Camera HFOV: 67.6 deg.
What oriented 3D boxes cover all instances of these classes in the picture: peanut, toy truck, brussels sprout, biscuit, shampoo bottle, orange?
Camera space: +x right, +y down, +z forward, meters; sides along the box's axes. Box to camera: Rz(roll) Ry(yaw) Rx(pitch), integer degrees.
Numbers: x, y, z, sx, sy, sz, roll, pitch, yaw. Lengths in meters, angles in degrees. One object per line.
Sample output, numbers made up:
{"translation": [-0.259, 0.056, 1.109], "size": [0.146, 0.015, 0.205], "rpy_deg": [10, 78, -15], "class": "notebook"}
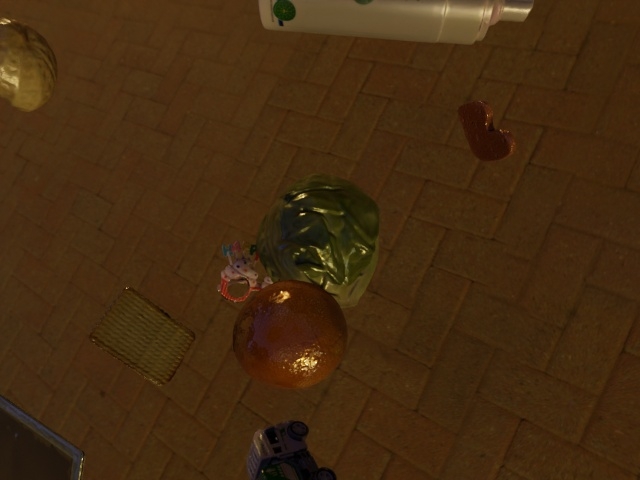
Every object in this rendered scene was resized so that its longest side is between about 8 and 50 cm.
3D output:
{"translation": [-0.553, -0.324, 0.875], "size": [0.109, 0.159, 0.140], "rpy_deg": [-8, 55, -2], "class": "peanut"}
{"translation": [-0.042, 0.428, 0.801], "size": [0.253, 0.124, 0.114], "rpy_deg": [46, 126, 48], "class": "toy truck"}
{"translation": [0.000, 0.000, 1.128], "size": [0.328, 0.247, 0.327], "rpy_deg": [-1, 95, -11], "class": "brussels sprout"}
{"translation": [0.488, -0.324, 1.395], "size": [0.036, 0.186, 0.192], "rpy_deg": [-26, 99, -13], "class": "biscuit"}
{"translation": [-0.469, 0.259, 1.279], "size": [0.029, 0.254, 0.172], "rpy_deg": [-12, 41, 45], "class": "biscuit"}
{"translation": [0.085, -0.279, 0.550], "size": [0.304, 0.092, 0.092], "rpy_deg": [7, 75, 5], "class": "shampoo bottle"}
{"translation": [-0.055, 0.165, 0.844], "size": [0.206, 0.206, 0.205], "rpy_deg": [-9, 69, 25], "class": "orange"}

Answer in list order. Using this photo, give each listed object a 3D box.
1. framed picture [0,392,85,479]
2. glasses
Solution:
{"translation": [-0.426, 0.334, 0.659], "size": [0.296, 0.019, 0.232], "rpy_deg": [15, 97, 28], "class": "framed picture"}
{"translation": [-0.158, 0.090, 1.265], "size": [0.095, 0.256, 0.162], "rpy_deg": [30, 99, 62], "class": "glasses"}
